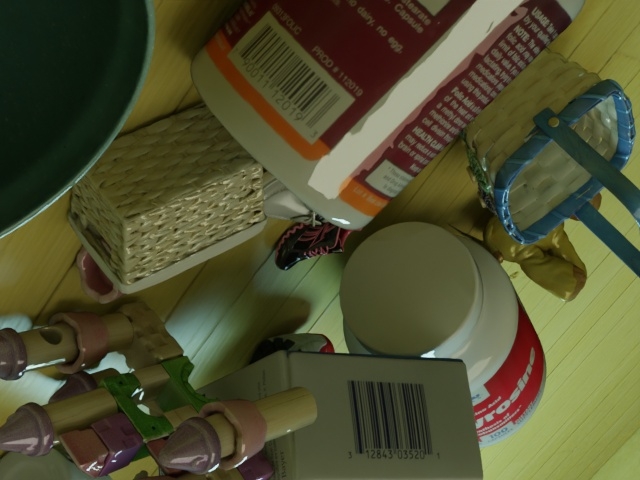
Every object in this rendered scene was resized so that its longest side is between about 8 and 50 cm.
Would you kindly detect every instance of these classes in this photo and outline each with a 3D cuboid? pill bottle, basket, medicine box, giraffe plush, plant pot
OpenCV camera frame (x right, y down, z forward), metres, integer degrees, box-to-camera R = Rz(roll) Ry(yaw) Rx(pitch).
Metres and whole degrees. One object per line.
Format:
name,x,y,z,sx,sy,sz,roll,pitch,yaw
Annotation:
pill bottle,0.162,0.127,1.828,0.229,0.229,0.407,-40,153,0
basket,0.296,-0.078,1.618,0.201,0.289,0.255,-44,150,-4
medicine box,-0.009,0.236,1.594,0.264,0.149,0.289,6,159,-35
giraffe plush,0.306,-0.041,1.871,0.210,0.181,0.170,27,102,-25
pill bottle,-0.305,0.314,1.640,0.112,0.112,0.186,-41,153,1
pill bottle,0.091,-0.218,1.223,0.392,0.224,0.224,-45,153,10
basket,-0.145,-0.045,1.309,0.167,0.113,0.103,-26,146,-26
plant pot,-0.282,-0.146,0.885,0.293,0.196,0.293,-31,152,-18

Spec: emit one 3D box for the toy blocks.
toy blocks,-0.220,0.195,1.389,0.260,0.288,0.309,-14,146,-47

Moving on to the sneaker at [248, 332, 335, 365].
sneaker,-0.063,0.235,1.844,0.118,0.107,0.279,-9,141,-53

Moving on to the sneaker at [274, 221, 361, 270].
sneaker,0.000,0.000,1.619,0.119,0.057,0.047,-40,155,3

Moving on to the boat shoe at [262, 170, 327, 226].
boat shoe,-0.008,-0.045,1.531,0.184,0.063,0.066,-4,136,-50
